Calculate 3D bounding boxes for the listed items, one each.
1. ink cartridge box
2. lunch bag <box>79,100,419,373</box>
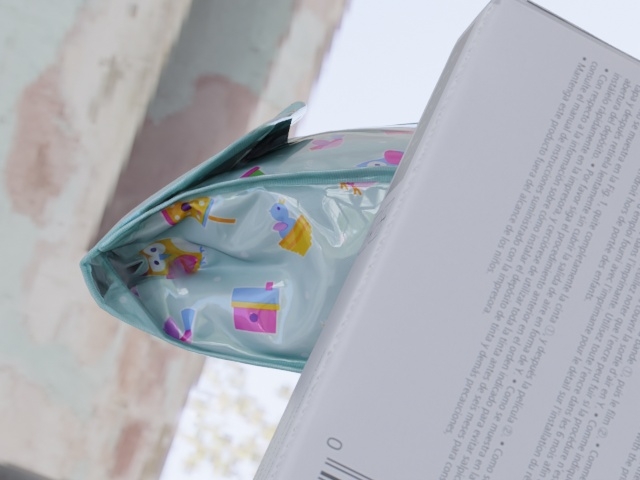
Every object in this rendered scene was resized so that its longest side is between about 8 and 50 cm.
[{"bbox_3d":[0.120,0.090,0.698,0.296,0.261,0.066,-64,4,-17],"label":"ink cartridge box"},{"bbox_3d":[0.000,0.000,1.098,0.223,0.262,0.160,-55,-34,-78],"label":"lunch bag"}]
